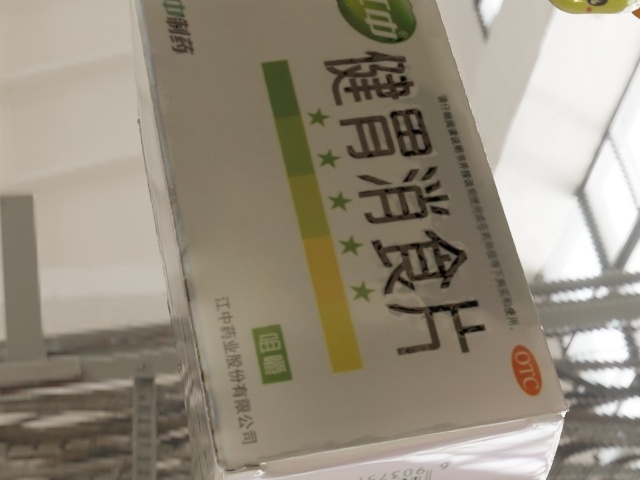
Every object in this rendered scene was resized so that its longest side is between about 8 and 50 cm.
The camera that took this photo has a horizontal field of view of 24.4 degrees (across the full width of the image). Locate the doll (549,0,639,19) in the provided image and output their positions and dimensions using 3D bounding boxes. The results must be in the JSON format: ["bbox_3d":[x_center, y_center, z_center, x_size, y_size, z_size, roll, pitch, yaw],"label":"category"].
[{"bbox_3d":[0.204,-0.235,1.160,0.220,0.143,0.135,7,-140,19],"label":"doll"}]

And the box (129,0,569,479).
[{"bbox_3d":[-0.001,-0.002,0.813,0.173,0.145,0.333,-7,-122,-11],"label":"box"}]
